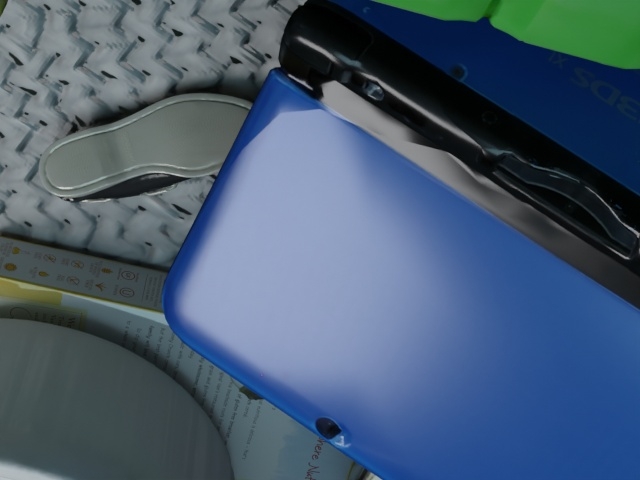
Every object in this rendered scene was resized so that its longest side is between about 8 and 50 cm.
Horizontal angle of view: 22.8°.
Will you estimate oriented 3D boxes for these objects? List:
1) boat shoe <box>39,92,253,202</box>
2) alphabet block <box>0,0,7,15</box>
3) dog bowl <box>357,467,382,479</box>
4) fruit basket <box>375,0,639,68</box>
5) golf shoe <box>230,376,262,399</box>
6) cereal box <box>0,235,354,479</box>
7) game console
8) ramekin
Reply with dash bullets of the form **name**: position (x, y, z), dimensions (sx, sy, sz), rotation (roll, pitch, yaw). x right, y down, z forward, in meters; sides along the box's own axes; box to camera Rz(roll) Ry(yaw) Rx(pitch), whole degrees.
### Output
- **boat shoe**: position (-0.088, -0.047, 0.856), dimensions (0.125, 0.038, 0.046), rotation (-17, 80, 7)
- **alphabet block**: position (-0.223, -0.203, 0.658), dimensions (0.193, 0.197, 0.192), rotation (-5, 123, 6)
- **dog bowl**: position (0.202, 0.184, 0.882), dimensions (0.408, 0.150, 0.408), rotation (0, 108, 0)
- **fruit basket**: position (0.123, -0.267, 0.581), dimensions (0.392, 0.283, 0.392), rotation (5, 142, 4)
- **golf shoe**: position (0.000, 0.000, 0.857), dimensions (0.086, 0.067, 0.186), rotation (36, 100, 8)
- **cereal box**: position (-0.094, 0.099, 0.949), dimensions (0.240, 0.047, 0.173), rotation (13, 124, -7)
- **game console**: position (0.114, -0.008, 0.748), dimensions (0.293, 0.250, 0.173), rotation (34, 150, 7)
- **ramekin**: position (-0.176, 0.174, 0.894), dimensions (0.277, 0.135, 0.277), rotation (2, 127, 3)
